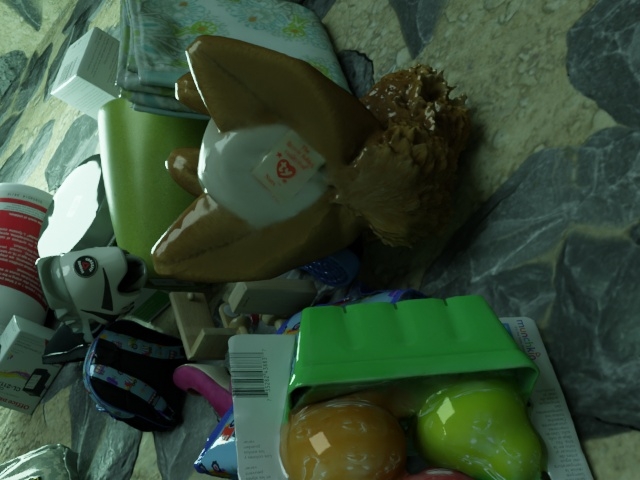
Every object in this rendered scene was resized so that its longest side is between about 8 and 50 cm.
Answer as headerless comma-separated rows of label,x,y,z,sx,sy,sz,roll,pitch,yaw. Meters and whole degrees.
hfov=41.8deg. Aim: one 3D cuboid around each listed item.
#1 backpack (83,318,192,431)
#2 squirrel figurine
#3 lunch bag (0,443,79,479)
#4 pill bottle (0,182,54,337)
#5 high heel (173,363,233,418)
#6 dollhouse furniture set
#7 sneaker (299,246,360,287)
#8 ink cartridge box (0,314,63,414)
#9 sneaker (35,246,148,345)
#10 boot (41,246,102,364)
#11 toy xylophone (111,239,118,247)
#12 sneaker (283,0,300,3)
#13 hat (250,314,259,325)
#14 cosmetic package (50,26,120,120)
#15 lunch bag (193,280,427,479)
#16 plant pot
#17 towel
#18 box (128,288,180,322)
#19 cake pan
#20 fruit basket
backpack,-0.306,0.213,1.342,0.117,0.173,0.158,-17,53,45
squirrel figurine,-0.003,-0.113,1.109,0.370,0.397,0.281,-86,1,-78
lunch bag,-0.507,0.499,1.397,0.287,0.169,0.235,-48,31,3
pill bottle,-0.729,0.088,1.930,0.229,0.229,0.407,-28,45,38
high heel,-0.151,0.240,1.228,0.244,0.082,0.117,-12,71,47
dollhouse furniture set,-0.114,0.078,1.208,0.151,0.144,0.123,-59,41,34
sneaker,0.000,0.000,1.180,0.090,0.081,0.232,-43,26,-17
ink cartridge box,-0.624,0.263,1.754,0.175,0.127,0.072,-57,37,6
sneaker,-0.341,0.083,1.334,0.330,0.146,0.122,124,126,-76
boot,-0.469,0.129,1.613,0.246,0.094,0.207,-19,76,50
toy xylophone,-0.446,0.012,1.757,0.323,0.081,0.236,-36,40,31
sneaker,-0.144,-0.483,1.705,0.321,0.124,0.180,-58,35,2
hat,-0.068,-0.021,1.322,0.183,0.173,0.208,45,127,22
cosmetic package,-0.543,-0.406,2.104,0.151,0.184,0.151,-15,54,46
lunch bag,0.004,0.172,1.036,0.221,0.138,0.293,-19,40,47
plant pot,-0.252,-0.068,1.443,0.275,0.275,0.293,-14,71,47
towel,-0.148,-0.316,1.391,0.320,0.374,0.090,-104,25,-44
box,-0.322,0.076,1.543,0.101,0.087,0.102,-40,39,27
cake pan,-0.490,-0.058,1.732,0.293,0.054,0.293,-28,46,34
fruit basket,0.089,0.226,0.763,0.165,0.327,0.353,97,167,-54
